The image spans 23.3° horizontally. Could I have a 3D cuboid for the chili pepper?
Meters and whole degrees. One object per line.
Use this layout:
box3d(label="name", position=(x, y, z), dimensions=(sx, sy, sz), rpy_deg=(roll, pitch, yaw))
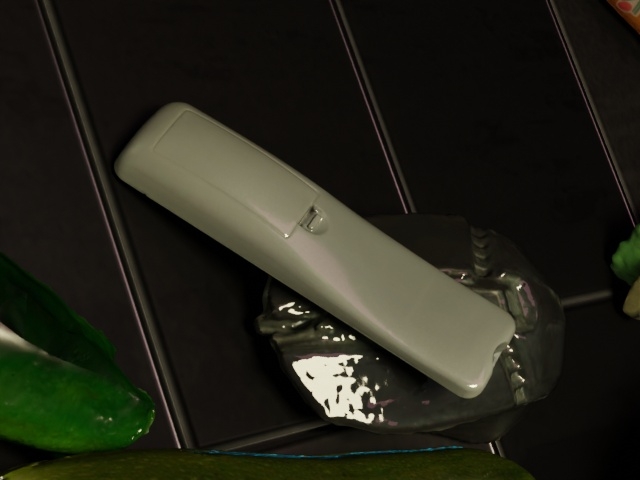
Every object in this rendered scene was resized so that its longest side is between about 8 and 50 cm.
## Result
box3d(label="chili pepper", position=(-0.147, 0.010, 0.542), dimensions=(0.216, 0.062, 0.108), rpy_deg=(36, 48, -27))

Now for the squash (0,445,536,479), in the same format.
box3d(label="squash", position=(-0.026, 0.117, 0.584), dimensions=(0.331, 0.087, 0.087), rpy_deg=(8, 63, -41))

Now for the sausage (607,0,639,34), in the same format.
box3d(label="sausage", position=(0.182, -0.181, 0.962), dimensions=(0.348, 0.053, 0.053), rpy_deg=(41, 46, -20))

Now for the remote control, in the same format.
box3d(label="remote control", position=(0.000, 0.000, 0.663), dimensions=(0.184, 0.027, 0.050), rpy_deg=(33, 52, 2))

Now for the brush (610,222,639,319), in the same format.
box3d(label="brush", position=(0.265, -0.007, 0.949), dimensions=(0.282, 0.054, 0.048), rpy_deg=(-13, 65, -46))

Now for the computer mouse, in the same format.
box3d(label="computer mouse", position=(0.057, 0.038, 0.719), dimensions=(0.192, 0.062, 0.105), rpy_deg=(3, 66, -44))
